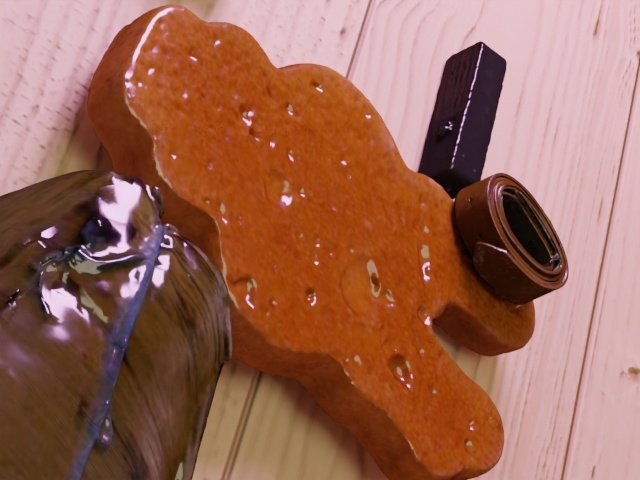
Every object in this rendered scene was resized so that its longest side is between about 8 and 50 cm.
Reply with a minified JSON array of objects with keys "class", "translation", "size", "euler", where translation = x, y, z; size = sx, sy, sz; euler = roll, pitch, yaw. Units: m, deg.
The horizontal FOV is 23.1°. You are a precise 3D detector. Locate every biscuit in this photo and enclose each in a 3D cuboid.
[{"class":"biscuit","translation":[0.000,0.000,0.901],"size":[0.334,0.047,0.202],"euler":[41,47,-27]}]

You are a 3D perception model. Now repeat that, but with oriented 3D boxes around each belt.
[{"class":"belt","translation":[0.118,0.000,0.964],"size":[0.083,0.036,0.059],"euler":[55,41,-10]}]

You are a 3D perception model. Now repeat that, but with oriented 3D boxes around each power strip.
[{"class":"power strip","translation":[0.092,-0.078,1.020],"size":[0.029,0.038,0.111],"euler":[34,55,-27]}]

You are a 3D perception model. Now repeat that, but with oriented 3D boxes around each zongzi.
[{"class":"zongzi","translation":[-0.102,0.177,0.670],"size":[0.360,0.160,0.323],"euler":[55,49,-12]}]
